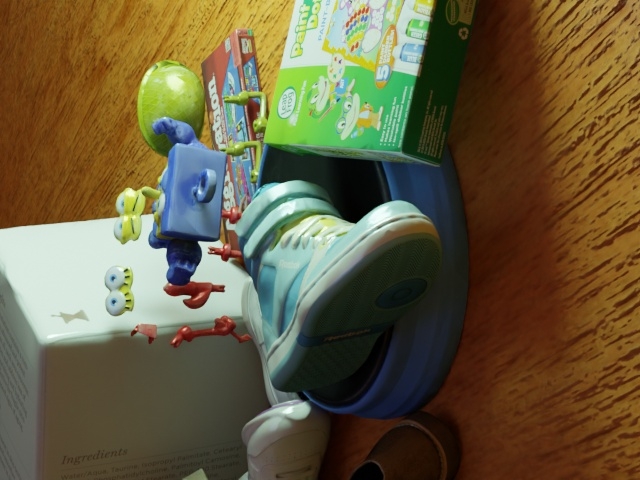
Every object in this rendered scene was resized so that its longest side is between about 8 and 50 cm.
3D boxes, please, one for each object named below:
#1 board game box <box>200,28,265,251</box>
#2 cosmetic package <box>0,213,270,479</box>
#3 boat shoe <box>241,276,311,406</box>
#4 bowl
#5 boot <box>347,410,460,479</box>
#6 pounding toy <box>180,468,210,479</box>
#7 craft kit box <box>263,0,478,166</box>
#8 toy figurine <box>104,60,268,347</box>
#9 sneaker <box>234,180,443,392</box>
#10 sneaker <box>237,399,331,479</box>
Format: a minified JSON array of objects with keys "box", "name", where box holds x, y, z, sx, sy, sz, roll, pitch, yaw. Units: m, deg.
[{"box":[-0.109,-0.127,1.810,0.145,0.027,0.281,152,111,-64],"name":"board game box"},{"box":[-0.280,0.212,1.874,0.329,0.327,0.393,45,134,53],"name":"cosmetic package"},{"box":[-0.050,0.126,1.689,0.063,0.066,0.184,-28,68,51],"name":"boat shoe"},{"box":[0.029,0.006,1.488,0.391,0.077,0.391,18,110,62],"name":"bowl"},{"box":[0.046,0.311,1.435,0.112,0.115,0.305,40,135,26],"name":"boot"},{"box":[-0.139,0.402,1.722,0.206,0.094,0.181,63,174,-30],"name":"pounding toy"},{"box":[0.053,-0.204,1.327,0.247,0.061,0.249,9,86,59],"name":"craft kit box"},{"box":[-0.131,-0.064,1.592,0.217,0.191,0.362,143,135,-69],"name":"toy figurine"},{"box":[0.000,0.000,1.316,0.319,0.127,0.208,-53,49,53],"name":"sneaker"},{"box":[-0.032,0.304,1.637,0.305,0.114,0.152,102,150,-50],"name":"sneaker"}]
